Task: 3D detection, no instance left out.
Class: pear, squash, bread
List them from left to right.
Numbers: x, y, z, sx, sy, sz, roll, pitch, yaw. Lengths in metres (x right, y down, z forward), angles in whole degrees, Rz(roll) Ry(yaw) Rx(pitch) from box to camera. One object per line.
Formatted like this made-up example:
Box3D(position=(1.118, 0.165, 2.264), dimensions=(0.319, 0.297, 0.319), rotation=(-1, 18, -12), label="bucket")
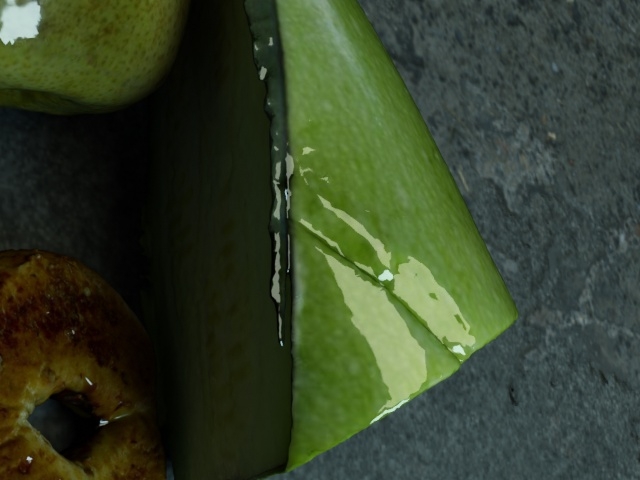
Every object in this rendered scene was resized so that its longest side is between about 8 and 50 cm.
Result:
Box3D(position=(-0.171, -0.170, 0.708), dimensions=(0.228, 0.188, 0.211), rotation=(-4, 92, -47), label="pear")
Box3D(position=(-0.156, 0.097, 0.730), dimensions=(0.193, 0.064, 0.193), rotation=(23, 60, -47), label="bread")
Box3D(position=(-0.046, -0.045, 0.761), dimensions=(0.210, 0.233, 0.309), rotation=(-30, 87, -25), label="squash")
